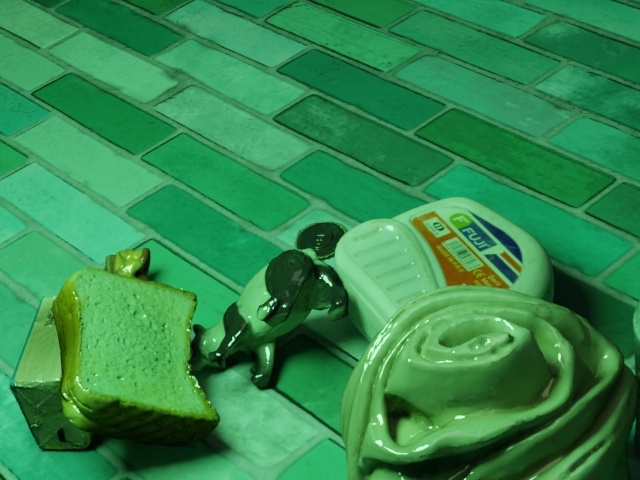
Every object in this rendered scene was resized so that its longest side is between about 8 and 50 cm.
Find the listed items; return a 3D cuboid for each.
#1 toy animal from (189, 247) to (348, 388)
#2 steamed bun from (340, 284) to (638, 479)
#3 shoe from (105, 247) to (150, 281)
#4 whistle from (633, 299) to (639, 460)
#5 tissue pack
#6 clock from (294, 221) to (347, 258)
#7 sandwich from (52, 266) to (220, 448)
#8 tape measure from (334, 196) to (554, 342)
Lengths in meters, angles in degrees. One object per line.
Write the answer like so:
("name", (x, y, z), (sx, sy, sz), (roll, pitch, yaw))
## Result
("toy animal", (-0.074, 0.097, 1.706), (0.225, 0.094, 0.121), (-43, 34, 20))
("steamed bun", (0.153, 0.195, 1.379), (0.309, 0.219, 0.324), (1, 64, 20))
("shoe", (-0.252, 0.054, 1.860), (0.069, 0.072, 0.109), (-21, 38, -5))
("whistle", (0.504, 0.125, 1.491), (0.404, 0.168, 0.188), (-16, 37, -6))
("tissue pack", (-0.312, 0.160, 1.698), (0.082, 0.120, 0.169), (-7, 36, 11))
("clock", (0.000, 0.000, 1.916), (0.074, 0.010, 0.083), (-1, 38, 13))
("sandwich", (-0.223, 0.137, 1.636), (0.186, 0.065, 0.215), (17, 39, -27))
("tape measure", (0.154, 0.072, 1.692), (0.265, 0.130, 0.258), (-20, 40, -20))
